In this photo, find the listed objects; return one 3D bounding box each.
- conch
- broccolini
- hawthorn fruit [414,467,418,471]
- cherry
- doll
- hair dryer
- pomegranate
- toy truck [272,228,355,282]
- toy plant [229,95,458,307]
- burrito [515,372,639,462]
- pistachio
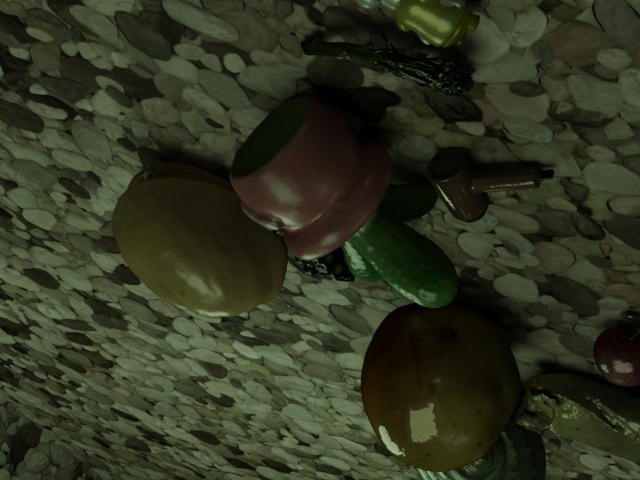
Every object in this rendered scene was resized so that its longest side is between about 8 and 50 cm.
[{"bbox_3d":[0.331,0.412,2.370,0.303,0.319,0.215,37,108,0],"label":"conch"},{"bbox_3d":[0.093,-0.237,1.589,0.271,0.062,0.123,17,167,35],"label":"broccolini"},{"bbox_3d":[0.259,0.464,2.609,0.140,0.125,0.125,30,151,-9],"label":"hawthorn fruit"},{"bbox_3d":[0.501,0.166,1.949,0.107,0.090,0.225,21,149,28],"label":"cherry"},{"bbox_3d":[0.114,-0.293,1.458,0.162,0.062,0.106,27,153,-10],"label":"doll"},{"bbox_3d":[0.256,-0.082,1.729,0.181,0.064,0.117,-4,143,32],"label":"hair dryer"},{"bbox_3d":[0.213,0.263,2.120,0.319,0.319,0.319,18,152,10],"label":"pomegranate"},{"bbox_3d":[0.000,0.000,2.024,0.074,0.088,0.202,7,147,44],"label":"toy truck"},{"bbox_3d":[0.034,-0.051,1.806,0.356,0.211,0.317,34,173,-23],"label":"toy plant"},{"bbox_3d":[0.534,0.331,2.193,0.347,0.107,0.175,11,152,17],"label":"burrito"},{"bbox_3d":[-0.206,0.005,2.054,0.321,0.229,0.238,33,109,-8],"label":"pistachio"}]
